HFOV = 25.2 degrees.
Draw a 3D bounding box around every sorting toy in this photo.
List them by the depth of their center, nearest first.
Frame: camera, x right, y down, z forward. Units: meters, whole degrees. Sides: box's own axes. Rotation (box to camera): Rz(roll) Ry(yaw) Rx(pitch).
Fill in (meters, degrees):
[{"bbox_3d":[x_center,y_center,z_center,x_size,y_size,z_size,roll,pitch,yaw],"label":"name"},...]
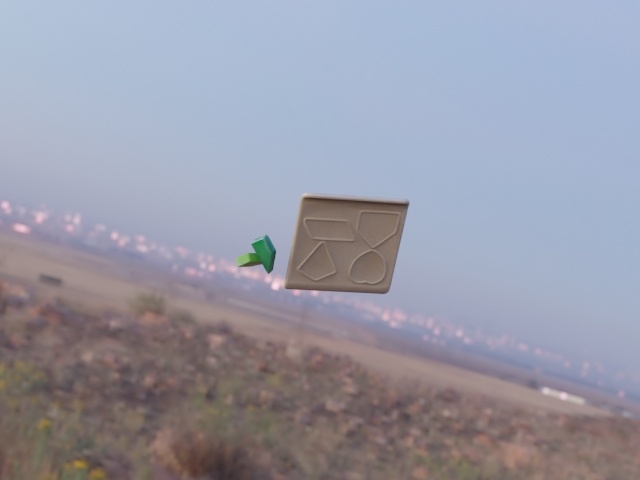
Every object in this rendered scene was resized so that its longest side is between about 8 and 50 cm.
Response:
[{"bbox_3d":[0.000,0.000,0.736,0.083,0.062,0.012,4,33,-14],"label":"sorting toy"}]
